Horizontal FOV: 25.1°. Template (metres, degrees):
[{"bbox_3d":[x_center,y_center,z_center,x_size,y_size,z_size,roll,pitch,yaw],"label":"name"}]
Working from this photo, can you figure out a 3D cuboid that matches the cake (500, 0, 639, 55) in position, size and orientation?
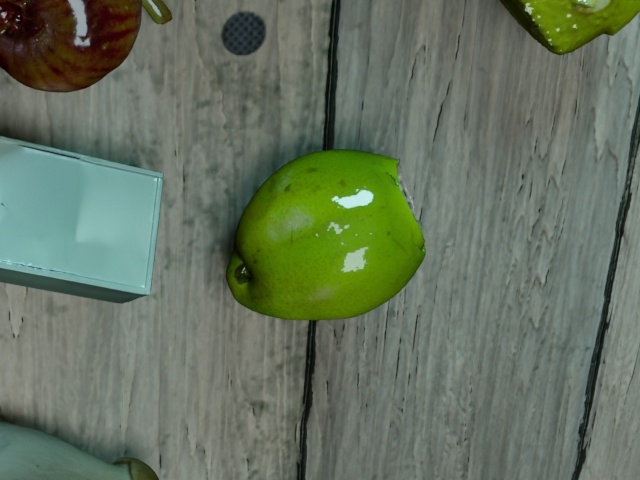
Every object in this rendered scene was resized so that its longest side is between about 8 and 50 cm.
[{"bbox_3d":[0.246,-0.328,1.484,0.179,0.156,0.260,-36,126,6],"label":"cake"}]

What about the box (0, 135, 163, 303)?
[{"bbox_3d":[-0.281,-0.022,1.436,0.225,0.086,0.129,12,75,-27],"label":"box"}]

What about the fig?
[{"bbox_3d":[-0.235,-0.241,1.345,0.175,0.207,0.175,12,125,18],"label":"fig"}]

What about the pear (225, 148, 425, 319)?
[{"bbox_3d":[0.000,0.000,1.542,0.220,0.187,0.187,-18,123,3],"label":"pear"}]

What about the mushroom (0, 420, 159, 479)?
[{"bbox_3d":[-0.339,0.267,1.572,0.350,0.128,0.128,12,111,-29],"label":"mushroom"}]
